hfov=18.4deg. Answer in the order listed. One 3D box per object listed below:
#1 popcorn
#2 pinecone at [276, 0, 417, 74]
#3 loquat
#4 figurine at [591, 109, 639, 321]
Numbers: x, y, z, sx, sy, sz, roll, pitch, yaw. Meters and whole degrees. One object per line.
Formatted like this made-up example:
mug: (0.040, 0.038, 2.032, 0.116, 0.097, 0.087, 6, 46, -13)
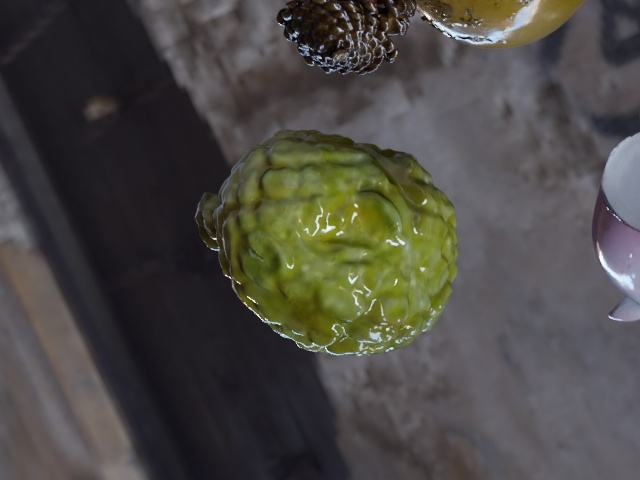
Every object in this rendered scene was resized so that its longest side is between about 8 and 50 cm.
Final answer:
popcorn: (0.000, 0.000, 1.902, 0.251, 0.206, 0.237, 15, -177, 40)
pinecone: (0.029, -0.172, 1.461, 0.109, 0.102, 0.102, -37, -171, -29)
loquat: (0.185, -0.312, 2.021, 0.235, 0.235, 0.235, -25, -177, 1)
figurine: (0.337, -0.021, 1.479, 0.284, 0.206, 0.315, -47, 159, -16)
